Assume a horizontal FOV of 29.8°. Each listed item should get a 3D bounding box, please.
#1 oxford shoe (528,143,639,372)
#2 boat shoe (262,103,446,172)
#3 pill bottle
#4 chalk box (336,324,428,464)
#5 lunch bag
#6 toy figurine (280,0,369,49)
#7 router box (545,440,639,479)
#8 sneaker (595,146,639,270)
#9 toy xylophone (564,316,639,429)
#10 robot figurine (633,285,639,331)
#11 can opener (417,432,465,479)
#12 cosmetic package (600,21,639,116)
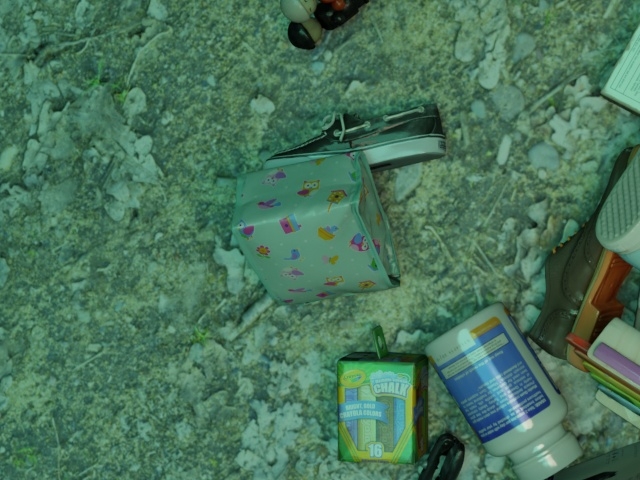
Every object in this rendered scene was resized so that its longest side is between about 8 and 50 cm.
[{"bbox_3d":[0.419,0.015,1.876,0.132,0.130,0.364,23,99,36],"label":"oxford shoe"},{"bbox_3d":[0.050,-0.166,1.994,0.306,0.113,0.105,-10,82,13],"label":"boat shoe"},{"bbox_3d":[0.295,0.247,1.910,0.152,0.152,0.272,-33,82,14],"label":"pill bottle"},{"bbox_3d":[0.105,0.248,1.973,0.132,0.132,0.213,1,92,16],"label":"chalk box"},{"bbox_3d":[0.000,0.000,1.969,0.223,0.262,0.160,-11,46,14],"label":"lunch bag"},{"bbox_3d":[-0.035,-0.436,1.960,0.148,0.213,0.209,-37,82,-1],"label":"toy figurine"},{"bbox_3d":[0.382,0.407,1.794,0.301,0.335,0.082,-24,85,14],"label":"router box"},{"bbox_3d":[0.555,-0.110,1.753,0.150,0.135,0.366,35,95,-27],"label":"sneaker"},{"bbox_3d":[0.491,0.216,1.769,0.236,0.323,0.081,32,81,31],"label":"toy xylophone"},{"bbox_3d":[0.649,0.119,1.782,0.353,0.200,0.300,10,133,15],"label":"robot figurine"},{"bbox_3d":[0.184,0.403,1.994,0.059,0.073,0.186,28,107,6],"label":"can opener"},{"bbox_3d":[0.603,-0.218,1.836,0.309,0.113,0.160,31,100,12],"label":"cosmetic package"}]
